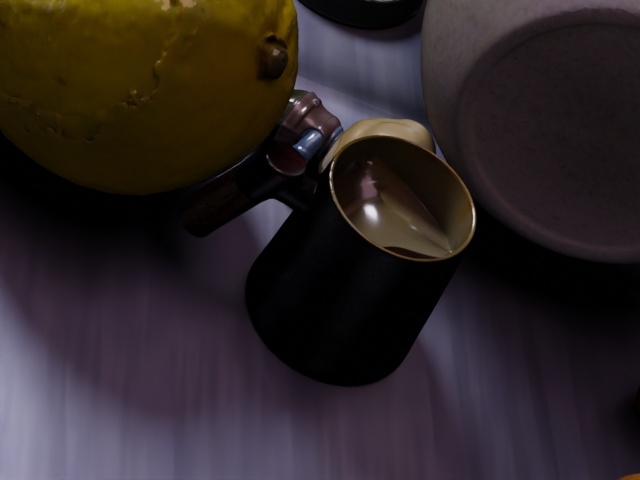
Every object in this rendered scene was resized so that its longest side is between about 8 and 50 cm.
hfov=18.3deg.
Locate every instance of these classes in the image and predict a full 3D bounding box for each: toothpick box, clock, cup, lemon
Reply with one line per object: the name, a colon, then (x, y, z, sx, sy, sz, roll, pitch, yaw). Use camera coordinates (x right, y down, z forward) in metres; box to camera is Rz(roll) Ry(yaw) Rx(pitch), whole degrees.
toothpick box: (0.301, -0.220, 1.948, 0.409, 0.409, 0.425, 28, 40, -5)
clock: (0.034, -0.308, 2.131, 0.184, 0.040, 0.184, 14, 49, -17)
cup: (0.007, 0.014, 1.762, 0.239, 0.177, 0.166, 1, 54, -26)
lemon: (-0.167, -0.180, 1.757, 0.297, 0.297, 0.297, 14, 49, -17)

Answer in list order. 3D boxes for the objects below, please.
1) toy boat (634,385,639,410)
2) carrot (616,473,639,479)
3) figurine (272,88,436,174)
toy boat: (0.457, 0.165, 1.901, 0.332, 0.133, 0.145, 18, 49, -13)
carrot: (0.252, 0.331, 1.669, 0.139, 0.138, 0.302, 25, 39, -7)
figurine: (0.016, -0.085, 1.914, 0.196, 0.108, 0.114, 24, 20, 12)
